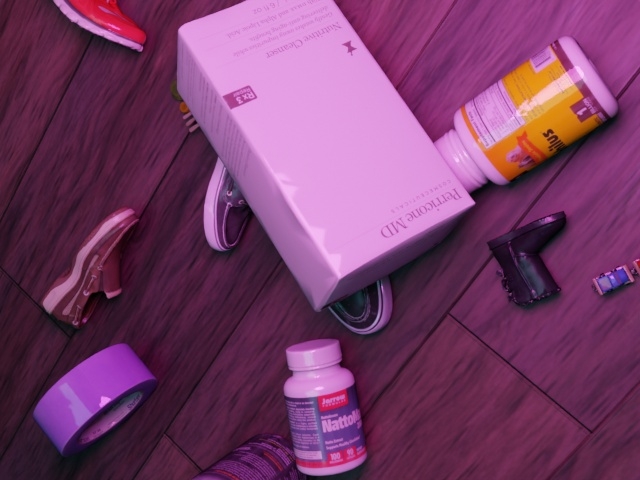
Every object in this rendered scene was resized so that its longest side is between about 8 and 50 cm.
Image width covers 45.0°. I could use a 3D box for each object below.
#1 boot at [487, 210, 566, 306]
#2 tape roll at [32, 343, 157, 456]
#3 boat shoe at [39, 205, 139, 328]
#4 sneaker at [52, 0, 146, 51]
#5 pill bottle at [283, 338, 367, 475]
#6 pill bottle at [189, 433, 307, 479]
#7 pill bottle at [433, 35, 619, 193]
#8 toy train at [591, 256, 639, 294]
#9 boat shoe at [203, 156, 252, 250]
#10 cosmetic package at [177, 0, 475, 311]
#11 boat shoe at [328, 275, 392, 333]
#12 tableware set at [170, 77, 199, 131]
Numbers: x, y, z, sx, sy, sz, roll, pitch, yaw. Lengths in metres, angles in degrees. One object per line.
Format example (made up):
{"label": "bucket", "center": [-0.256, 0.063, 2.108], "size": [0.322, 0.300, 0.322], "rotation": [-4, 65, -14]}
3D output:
{"label": "boot", "center": [0.285, 0.026, 1.017], "size": [0.121, 0.045, 0.099], "rotation": [-28, 82, 32]}
{"label": "tape roll", "center": [-0.367, 0.261, 1.269], "size": [0.080, 0.189, 0.189], "rotation": [48, 113, 13]}
{"label": "boat shoe", "center": [-0.369, 0.052, 1.308], "size": [0.095, 0.095, 0.257], "rotation": [43, 118, -1]}
{"label": "sneaker", "center": [-0.373, -0.416, 1.238], "size": [0.279, 0.107, 0.118], "rotation": [45, 103, 11]}
{"label": "pill bottle", "center": [0.003, 0.242, 1.140], "size": [0.108, 0.108, 0.180], "rotation": [-9, 93, 25]}
{"label": "pill bottle", "center": [-0.126, 0.386, 1.141], "size": [0.130, 0.246, 0.130], "rotation": [3, 97, 25]}
{"label": "pill bottle", "center": [0.251, -0.149, 0.971], "size": [0.215, 0.117, 0.117], "rotation": [-34, 82, 25]}
{"label": "toy train", "center": [0.413, 0.029, 0.963], "size": [0.158, 0.036, 0.027], "rotation": [-30, 84, 25]}
{"label": "boat shoe", "center": [-0.113, -0.089, 1.171], "size": [0.076, 0.080, 0.228], "rotation": [18, 96, 30]}
{"label": "cosmetic package", "center": [-0.006, -0.128, 1.009], "size": [0.217, 0.156, 0.385], "rotation": [-30, 76, -20]}
{"label": "boat shoe", "center": [0.003, -0.002, 1.110], "size": [0.113, 0.105, 0.306], "rotation": [-22, 87, 26]}
{"label": "tableware set", "center": [-0.167, -0.246, 1.207], "size": [0.154, 0.024, 0.104], "rotation": [-32, 80, 26]}
